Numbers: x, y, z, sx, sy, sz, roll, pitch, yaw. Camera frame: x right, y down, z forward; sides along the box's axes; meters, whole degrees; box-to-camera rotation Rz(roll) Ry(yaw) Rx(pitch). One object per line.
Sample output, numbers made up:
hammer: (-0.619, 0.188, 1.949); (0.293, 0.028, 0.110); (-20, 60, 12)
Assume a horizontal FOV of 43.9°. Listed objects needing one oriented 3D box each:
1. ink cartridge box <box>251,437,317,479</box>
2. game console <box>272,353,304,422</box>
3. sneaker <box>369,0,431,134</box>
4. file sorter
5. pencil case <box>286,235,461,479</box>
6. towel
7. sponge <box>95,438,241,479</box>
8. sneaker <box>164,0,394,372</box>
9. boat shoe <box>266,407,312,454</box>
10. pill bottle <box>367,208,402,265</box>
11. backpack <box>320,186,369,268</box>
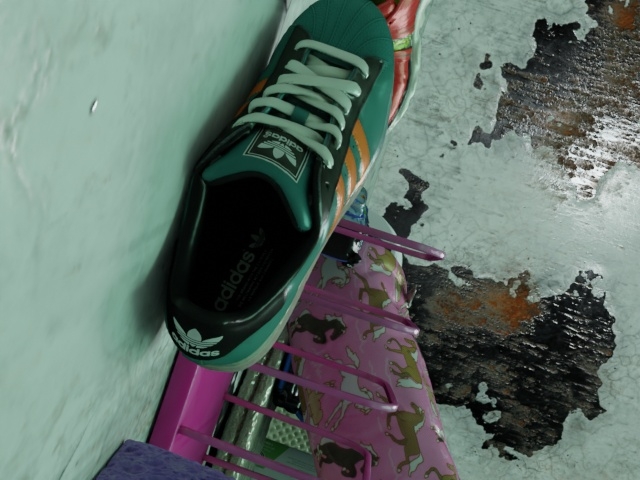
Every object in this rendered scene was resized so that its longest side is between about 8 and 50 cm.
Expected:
ink cartridge box: (-0.088, 0.434, 1.247); (0.092, 0.160, 0.219); (98, 13, -64)
game console: (0.032, 0.233, 1.199); (0.293, 0.174, 0.250); (86, 22, -76)
sneaker: (0.060, -0.246, 0.917); (0.118, 0.107, 0.278); (-25, 133, -57)
file sorter: (-0.019, 0.115, 0.724); (0.202, 0.182, 0.290); (30, 78, -85)
pencil case: (0.062, 0.181, 0.926); (0.160, 0.167, 0.386); (55, 18, -50)
towel: (-0.102, 0.259, 1.111); (0.187, 0.049, 0.282); (95, 13, -61)
sponge: (-0.106, 0.201, 0.467); (0.210, 0.117, 0.031); (-58, 167, -69)
sneaker: (-0.018, -0.055, 0.544); (0.121, 0.108, 0.302); (106, 5, -75)
boat shoe: (0.004, 0.254, 1.529); (0.156, 0.187, 0.499); (-72, -175, -81)
pill bottle: (0.051, 0.037, 1.300); (0.283, 0.161, 0.160); (77, 32, -80)
backpack: (0.007, -0.033, 0.911); (0.114, 0.105, 0.084); (-72, 180, -74)
